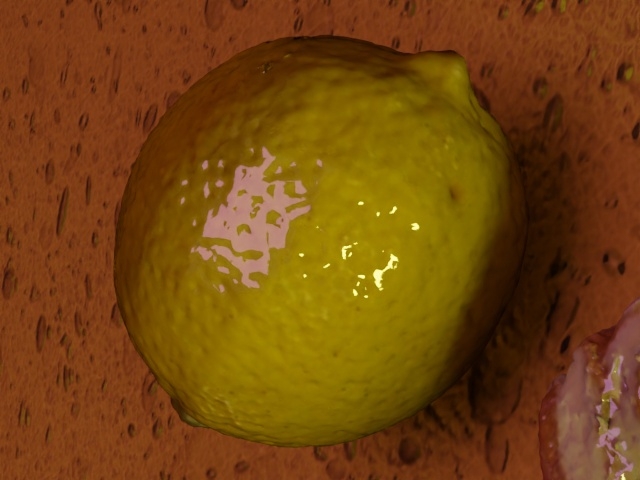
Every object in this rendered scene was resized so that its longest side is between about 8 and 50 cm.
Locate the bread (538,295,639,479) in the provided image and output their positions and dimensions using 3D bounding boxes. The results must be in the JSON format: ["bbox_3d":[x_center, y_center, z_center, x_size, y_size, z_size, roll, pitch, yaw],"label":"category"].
[{"bbox_3d":[0.215,0.117,0.810,0.244,0.123,0.190,34,107,53],"label":"bread"}]

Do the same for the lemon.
[{"bbox_3d":[-0.001,0.000,1.032,0.267,0.267,0.267,-22,60,47],"label":"lemon"}]
